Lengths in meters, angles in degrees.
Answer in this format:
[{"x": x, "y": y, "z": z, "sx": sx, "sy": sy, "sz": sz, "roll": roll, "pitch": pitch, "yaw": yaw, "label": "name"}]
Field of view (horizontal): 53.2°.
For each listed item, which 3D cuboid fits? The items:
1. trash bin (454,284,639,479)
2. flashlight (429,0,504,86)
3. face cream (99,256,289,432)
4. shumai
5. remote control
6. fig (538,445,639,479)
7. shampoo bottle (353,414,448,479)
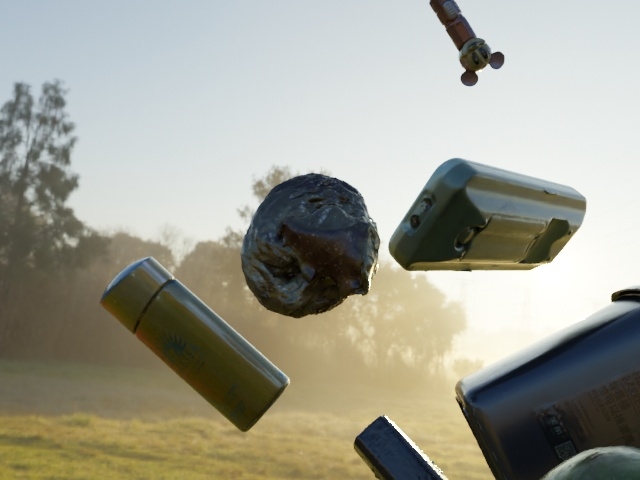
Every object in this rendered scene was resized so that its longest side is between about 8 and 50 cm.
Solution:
[{"x": 0.303, "y": 0.171, "z": 0.649, "sx": 0.290, "sy": 0.209, "sz": 0.182, "roll": -25, "pitch": -6, "yaw": 4, "label": "trash bin"}, {"x": 0.145, "y": -0.217, "z": 0.661, "sx": 0.052, "sy": 0.110, "sz": 0.031, "roll": -33, "pitch": 5, "yaw": 6, "label": "flashlight"}, {"x": -0.179, "y": 0.138, "z": 0.885, "sx": 0.285, "sy": 0.067, "sz": 0.139, "roll": 41, "pitch": -50, "yaw": 5, "label": "face cream"}, {"x": 0.001, "y": -0.004, "z": 0.595, "sx": 0.123, "sy": 0.139, "sz": 0.105, "roll": 39, "pitch": -44, "yaw": -11, "label": "shumai"}, {"x": 0.213, "y": -0.015, "z": 0.744, "sx": 0.335, "sy": 0.128, "sz": 0.065, "roll": 2, "pitch": 35, "yaw": -48, "label": "remote control"}, {"x": 0.205, "y": 0.191, "z": 0.410, "sx": 0.149, "sy": 0.149, "sz": 0.245, "roll": 1, "pitch": 1, "yaw": 28, "label": "fig"}, {"x": 0.165, "y": 0.358, "z": 0.800, "sx": 0.309, "sy": 0.071, "sz": 0.098, "roll": 46, "pitch": -15, "yaw": 22, "label": "shampoo bottle"}]
